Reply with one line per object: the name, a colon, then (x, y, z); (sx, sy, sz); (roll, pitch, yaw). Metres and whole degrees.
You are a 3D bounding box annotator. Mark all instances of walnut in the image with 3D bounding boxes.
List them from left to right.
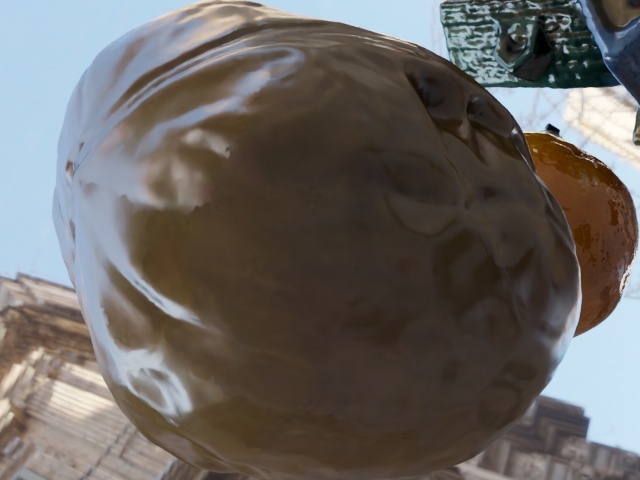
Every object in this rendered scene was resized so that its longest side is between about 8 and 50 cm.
walnut: (0.000, 0.000, 0.755); (0.397, 0.354, 0.308); (14, -53, -45)

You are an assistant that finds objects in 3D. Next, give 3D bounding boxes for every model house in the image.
model house: (0.354, -0.309, 1.336); (0.334, 0.382, 0.343); (28, -105, -50)

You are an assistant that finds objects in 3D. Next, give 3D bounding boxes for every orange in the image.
orange: (0.244, 0.000, 1.263); (0.261, 0.261, 0.261); (-4, -84, -39)

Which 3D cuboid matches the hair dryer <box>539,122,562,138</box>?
hair dryer: (0.292, -0.051, 1.507); (0.073, 0.131, 0.236); (12, -85, -1)
